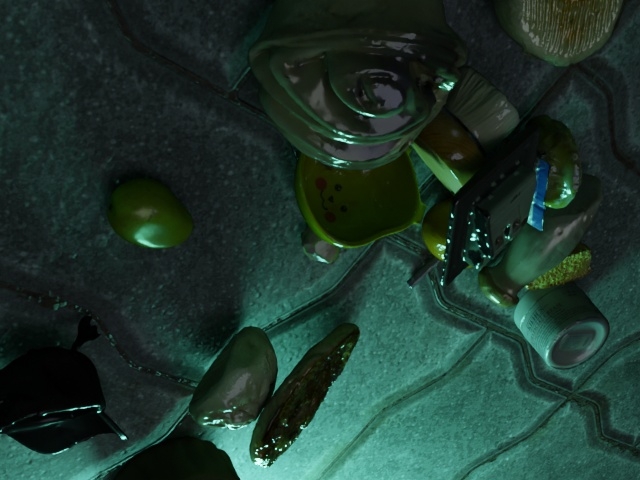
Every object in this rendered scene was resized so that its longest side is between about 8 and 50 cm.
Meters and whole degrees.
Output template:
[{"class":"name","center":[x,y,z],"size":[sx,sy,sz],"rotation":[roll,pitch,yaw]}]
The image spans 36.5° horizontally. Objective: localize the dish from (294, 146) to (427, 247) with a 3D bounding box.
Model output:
[{"class":"dish","center":[0.053,-0.091,1.770],"size":[0.262,0.221,0.108],"rotation":[-9,172,-33]}]

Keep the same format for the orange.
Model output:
[{"class":"orange","center":[0.284,-0.022,1.958],"size":[0.159,0.159,0.136],"rotation":[47,64,-45]}]

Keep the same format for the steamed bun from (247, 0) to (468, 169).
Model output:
[{"class":"steamed bun","center":[0.081,-0.274,1.551],"size":[0.339,0.247,0.352],"rotation":[25,108,-42]}]

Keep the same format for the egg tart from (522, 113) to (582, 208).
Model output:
[{"class":"egg tart","center":[0.434,-0.146,1.900],"size":[0.078,0.197,0.197],"rotation":[-20,134,-16]}]

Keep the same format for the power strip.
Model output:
[{"class":"power strip","center":[0.323,-0.049,1.762],"size":[0.257,0.092,0.251],"rotation":[-40,144,-27]}]

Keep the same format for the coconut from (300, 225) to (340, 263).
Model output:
[{"class":"coconut","center":[0.000,0.000,1.866],"size":[0.083,0.081,0.082],"rotation":[-33,138,-53]}]

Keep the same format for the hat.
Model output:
[{"class":"hat","center":[-0.491,0.267,1.792],"size":[0.238,0.209,0.336],"rotation":[-15,155,11]}]

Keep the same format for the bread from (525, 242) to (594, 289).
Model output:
[{"class":"bread","center":[0.542,0.054,2.222],"size":[0.187,0.065,0.103],"rotation":[-13,131,-17]}]

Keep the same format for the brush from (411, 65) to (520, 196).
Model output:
[{"class":"brush","center":[0.277,-0.183,1.807],"size":[0.166,0.174,0.267],"rotation":[-43,144,-3]}]

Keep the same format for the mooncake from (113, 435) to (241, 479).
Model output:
[{"class":"mooncake","center":[-0.310,0.564,2.122],"size":[0.290,0.161,0.290],"rotation":[-17,133,-18]}]

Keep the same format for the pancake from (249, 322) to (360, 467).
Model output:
[{"class":"pancake","center":[-0.033,0.321,2.016],"size":[0.356,0.065,0.356],"rotation":[-51,162,-24]}]

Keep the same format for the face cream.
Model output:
[{"class":"face cream","center":[0.572,0.197,2.300],"size":[0.177,0.153,0.177],"rotation":[-15,132,-17]}]

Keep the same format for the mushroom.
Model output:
[{"class":"mushroom","center":[0.477,-0.001,2.096],"size":[0.128,0.128,0.350],"rotation":[23,116,-40]}]

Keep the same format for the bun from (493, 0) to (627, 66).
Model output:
[{"class":"bun","center":[0.415,-0.424,1.678],"size":[0.244,0.153,0.244],"rotation":[-3,118,-6]}]

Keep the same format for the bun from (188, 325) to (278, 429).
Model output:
[{"class":"bun","center":[-0.161,0.288,1.922],"size":[0.133,0.231,0.231],"rotation":[37,108,-8]}]

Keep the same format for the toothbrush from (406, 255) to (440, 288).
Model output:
[{"class":"toothbrush","center":[0.309,-0.027,2.050],"size":[0.354,0.024,0.029],"rotation":[-45,129,12]}]

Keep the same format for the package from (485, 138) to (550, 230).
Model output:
[{"class":"package","center":[0.379,-0.119,1.906],"size":[0.027,0.173,0.171],"rotation":[-30,139,-27]}]

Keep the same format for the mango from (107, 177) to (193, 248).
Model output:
[{"class":"mango","center":[-0.293,-0.038,1.659],"size":[0.117,0.089,0.163],"rotation":[-34,136,2]}]
